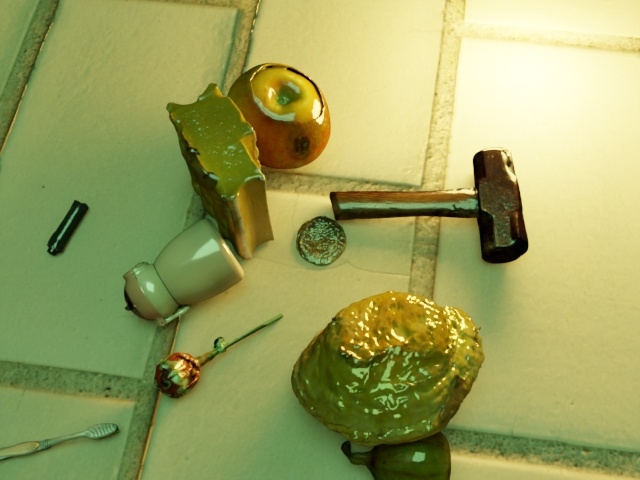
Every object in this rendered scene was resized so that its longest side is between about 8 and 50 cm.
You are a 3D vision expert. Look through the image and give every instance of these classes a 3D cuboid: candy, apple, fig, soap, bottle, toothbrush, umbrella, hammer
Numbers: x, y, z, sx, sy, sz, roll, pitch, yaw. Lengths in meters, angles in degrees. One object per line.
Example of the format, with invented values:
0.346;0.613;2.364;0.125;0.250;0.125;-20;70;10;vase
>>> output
-0.196;0.212;1.579;0.287;0.084;0.078;-29;63;-20;candy
-0.093;-0.267;1.725;0.236;0.207;0.237;0;66;0;apple
0.144;0.391;1.441;0.186;0.142;0.148;11;31;-8;fig
-0.191;-0.129;1.620;0.143;0.281;0.259;-26;68;-13;soap
-0.286;0.073;1.608;0.236;0.147;0.148;-32;68;-5;bottle
-0.566;0.395;1.515;0.375;0.037;0.028;-12;64;-3;toothbrush
-0.544;-0.028;1.718;0.036;0.031;0.133;10;62;35;umbrella
0.221;-0.076;1.695;0.408;0.095;0.243;0;65;3;hammer

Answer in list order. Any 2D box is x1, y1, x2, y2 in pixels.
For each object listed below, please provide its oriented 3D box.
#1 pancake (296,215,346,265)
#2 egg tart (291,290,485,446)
0.000;-0.001;1.703;0.114;0.011;0.115;0;65;1;pancake
0.120;0.215;1.462;0.351;0.153;0.340;1;37;12;egg tart
